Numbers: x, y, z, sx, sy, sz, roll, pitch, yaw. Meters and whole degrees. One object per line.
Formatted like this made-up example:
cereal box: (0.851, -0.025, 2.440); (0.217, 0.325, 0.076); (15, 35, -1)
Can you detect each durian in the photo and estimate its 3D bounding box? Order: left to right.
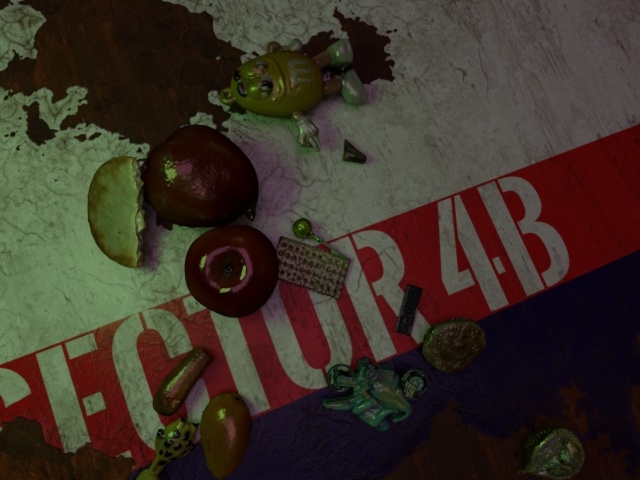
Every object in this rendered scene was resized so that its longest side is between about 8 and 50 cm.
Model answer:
durian: (0.665, 0.628, 1.184); (0.208, 0.102, 0.146); (-42, 84, 12)

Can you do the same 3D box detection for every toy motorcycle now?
toy motorcycle: (0.155, 0.442, 1.161); (0.297, 0.109, 0.198); (11, 89, -6)

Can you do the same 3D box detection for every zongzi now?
zongzi: (0.112, -0.290, 1.315); (0.076, 0.040, 0.083); (9, 62, -11)

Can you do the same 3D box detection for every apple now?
apple: (-0.243, 0.084, 1.117); (0.261, 0.216, 0.260); (1, 84, -7)

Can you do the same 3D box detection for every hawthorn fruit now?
hawthorn fruit: (-0.328, -0.177, 1.130); (0.312, 0.295, 0.294); (0, 80, -2)

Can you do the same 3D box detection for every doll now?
doll: (-0.432, 0.603, 1.072); (0.117, 0.086, 0.291); (38, 78, -19)
doll: (-0.056, -0.479, 1.270); (0.348, 0.161, 0.423); (41, 73, -3)

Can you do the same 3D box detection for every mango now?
mango: (-0.260, 0.527, 1.095); (0.141, 0.102, 0.217); (3, 77, 1)

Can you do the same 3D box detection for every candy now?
candy: (0.000, 0.000, 1.240); (0.194, 0.058, 0.062); (33, 118, -2)

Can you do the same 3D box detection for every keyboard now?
keyboard: (0.273, 0.214, 1.252); (0.053, 0.010, 0.154); (18, 79, -4)

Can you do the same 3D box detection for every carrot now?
carrot: (-0.384, 0.383, 1.118); (0.087, 0.087, 0.193); (31, 77, 0)

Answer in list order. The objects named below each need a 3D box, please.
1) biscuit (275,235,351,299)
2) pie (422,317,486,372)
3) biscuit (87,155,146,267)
biscuit: (-0.034, 0.084, 1.239); (0.232, 0.016, 0.138); (18, 78, -3)
pie: (0.397, 0.313, 1.215); (0.194, 0.079, 0.163); (-4, 88, -6)
biscuit: (-0.579, -0.082, 1.150); (0.205, 0.040, 0.308); (5, 99, 23)
